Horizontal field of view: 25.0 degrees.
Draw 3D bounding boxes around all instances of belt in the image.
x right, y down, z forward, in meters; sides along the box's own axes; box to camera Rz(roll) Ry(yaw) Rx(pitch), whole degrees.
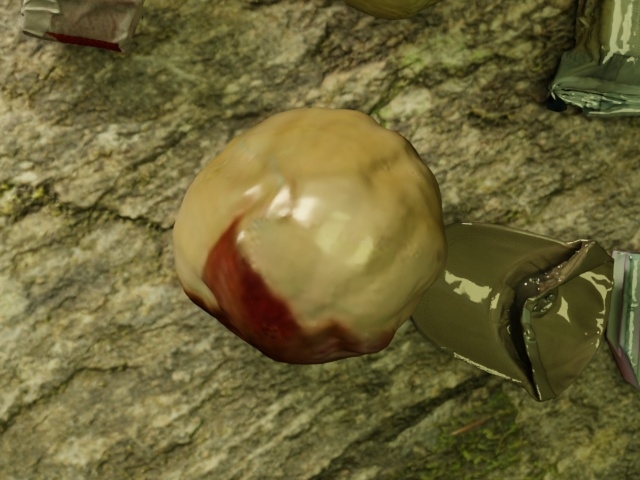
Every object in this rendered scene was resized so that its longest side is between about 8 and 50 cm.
[{"bbox_3d":[-0.216,-0.274,1.301,0.124,0.128,0.201,8,88,-13],"label":"belt"}]

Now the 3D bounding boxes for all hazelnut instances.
[{"bbox_3d":[0.000,0.000,1.341,0.261,0.261,0.241,-48,134,-6],"label":"hazelnut"}]

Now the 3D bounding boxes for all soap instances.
[{"bbox_3d":[0.350,0.087,1.493,0.100,0.056,0.149,2,92,-11],"label":"soap"}]

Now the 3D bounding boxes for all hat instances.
[{"bbox_3d":[0.191,0.059,1.460,0.173,0.144,0.166,22,90,30],"label":"hat"}]

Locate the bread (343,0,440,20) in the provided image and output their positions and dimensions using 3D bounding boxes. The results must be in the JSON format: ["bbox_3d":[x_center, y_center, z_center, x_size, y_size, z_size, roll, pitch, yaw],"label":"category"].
[{"bbox_3d":[0.046,-0.357,1.270,0.320,0.320,0.237,43,87,-12],"label":"bread"}]

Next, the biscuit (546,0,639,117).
[{"bbox_3d":[0.329,-0.274,1.456,0.186,0.079,0.309,5,93,-12],"label":"biscuit"}]
